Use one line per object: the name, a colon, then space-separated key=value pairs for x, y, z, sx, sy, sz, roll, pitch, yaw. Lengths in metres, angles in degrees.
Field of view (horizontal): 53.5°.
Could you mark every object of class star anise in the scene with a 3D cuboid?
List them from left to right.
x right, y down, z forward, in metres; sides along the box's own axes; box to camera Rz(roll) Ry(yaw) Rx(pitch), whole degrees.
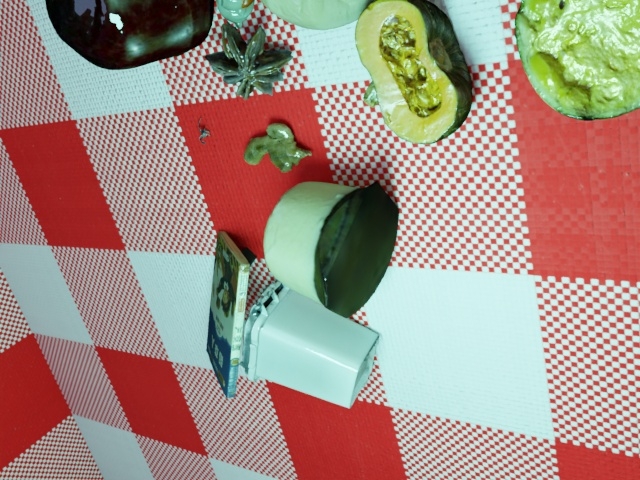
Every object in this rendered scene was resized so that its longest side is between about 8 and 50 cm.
star anise: x=-0.182 y=-0.438 z=1.585 sx=0.229 sy=0.093 sz=0.236 roll=15 pitch=146 yaw=4

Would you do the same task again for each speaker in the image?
speaker: x=-0.264 y=0.100 z=2.030 sx=0.046 sy=0.040 sz=0.191 roll=42 pitch=133 yaw=4

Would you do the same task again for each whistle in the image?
whistle: x=-0.197 y=-0.585 z=1.480 sx=0.101 sy=0.106 sz=0.253 roll=44 pitch=168 yaw=0

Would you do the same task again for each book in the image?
book: x=-0.288 y=0.218 z=1.937 sx=0.300 sy=0.039 sz=0.429 roll=-139 pitch=54 yaw=-61

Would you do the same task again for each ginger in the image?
ginger: x=-0.129 y=-0.235 z=1.709 sx=0.214 sy=0.059 sz=0.133 roll=-25 pitch=96 yaw=41

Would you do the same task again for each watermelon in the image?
watermelon: x=0.507 y=-0.376 z=1.073 sx=0.330 sy=0.189 sz=0.331 roll=10 pitch=106 yaw=37

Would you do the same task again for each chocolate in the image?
chocolate: x=-0.480 y=-0.594 z=1.507 sx=0.383 sy=0.331 sz=0.384 roll=36 pitch=139 yaw=38
chocolate: x=0.000 y=0.000 z=1.580 sx=0.296 sy=0.326 sz=0.314 roll=18 pitch=82 yaw=24

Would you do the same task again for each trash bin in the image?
trash bin: x=-0.029 y=0.297 z=1.852 sx=0.367 sy=0.256 sz=0.296 roll=21 pitch=126 yaw=17

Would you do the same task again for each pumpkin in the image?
pumpkin: x=0.183 y=-0.357 z=1.351 sx=0.221 sy=0.139 sz=0.317 roll=-17 pitch=107 yaw=39

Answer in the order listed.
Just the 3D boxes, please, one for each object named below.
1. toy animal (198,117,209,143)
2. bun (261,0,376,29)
toy animal: x=-0.336 y=-0.309 z=1.835 sx=0.028 sy=0.050 sz=0.084 roll=-15 pitch=69 yaw=10
bun: x=-0.016 y=-0.611 z=1.288 sx=0.360 sy=0.213 sz=0.361 roll=17 pitch=125 yaw=25
